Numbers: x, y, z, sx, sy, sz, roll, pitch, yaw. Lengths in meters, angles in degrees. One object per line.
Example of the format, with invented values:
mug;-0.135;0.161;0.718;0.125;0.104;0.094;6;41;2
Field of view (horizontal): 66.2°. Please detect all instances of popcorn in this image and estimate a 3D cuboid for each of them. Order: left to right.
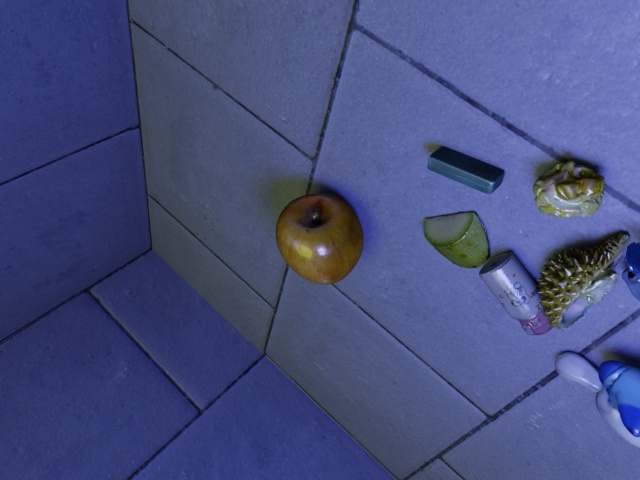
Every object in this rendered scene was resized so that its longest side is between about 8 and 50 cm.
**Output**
popcorn;0.551;-0.108;1.097;0.145;0.125;0.126;33;151;39

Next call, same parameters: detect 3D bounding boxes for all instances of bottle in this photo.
bottle;0.545;0.152;1.343;0.233;0.110;0.110;53;145;-2

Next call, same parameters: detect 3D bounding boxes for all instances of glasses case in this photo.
glasses case;0.372;-0.182;1.264;0.184;0.077;0.040;29;136;27

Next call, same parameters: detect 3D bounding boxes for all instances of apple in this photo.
apple;0.000;0.000;1.664;0.298;0.299;0.275;33;158;24

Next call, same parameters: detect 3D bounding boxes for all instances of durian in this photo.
durian;0.627;0.108;1.187;0.166;0.172;0.307;16;128;6

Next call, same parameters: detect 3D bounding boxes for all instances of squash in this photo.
squash;0.388;0.021;1.421;0.191;0.085;0.184;-8;114;52

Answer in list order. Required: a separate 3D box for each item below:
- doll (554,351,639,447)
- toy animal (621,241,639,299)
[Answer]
doll;0.809;0.411;1.212;0.375;0.187;0.366;23;168;10
toy animal;0.745;0.098;1.041;0.239;0.255;0.177;-176;89;-70
